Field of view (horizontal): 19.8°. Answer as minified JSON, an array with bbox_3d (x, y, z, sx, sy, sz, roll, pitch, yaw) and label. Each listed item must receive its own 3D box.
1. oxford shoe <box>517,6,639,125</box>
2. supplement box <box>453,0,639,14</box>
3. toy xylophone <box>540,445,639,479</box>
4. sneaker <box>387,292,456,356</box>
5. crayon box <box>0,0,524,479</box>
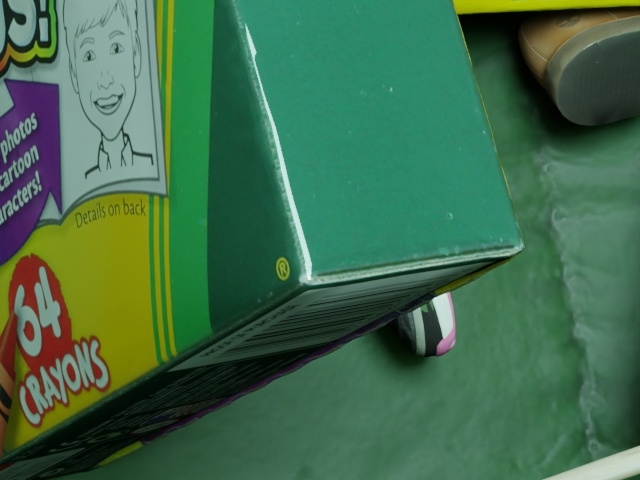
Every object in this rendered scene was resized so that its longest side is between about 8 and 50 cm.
[{"bbox_3d":[0.207,-0.118,1.005,0.212,0.076,0.076,-7,36,-22],"label":"oxford shoe"},{"bbox_3d":[0.107,-0.248,0.922,0.357,0.194,0.195,-4,49,-11],"label":"supplement box"},{"bbox_3d":[0.198,0.173,0.825,0.323,0.236,0.081,-28,41,14],"label":"toy xylophone"},{"bbox_3d":[0.000,0.000,0.938,0.075,0.063,0.170,-34,78,-17],"label":"sneaker"},{"bbox_3d":[-0.098,-0.082,0.781,0.106,0.363,0.313,-8,76,-35],"label":"crayon box"}]
